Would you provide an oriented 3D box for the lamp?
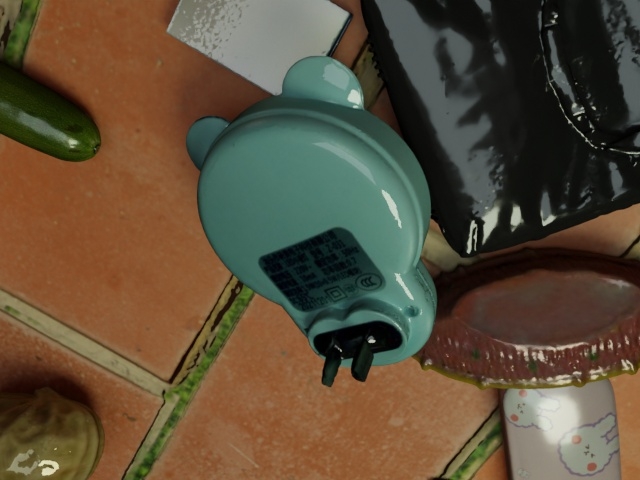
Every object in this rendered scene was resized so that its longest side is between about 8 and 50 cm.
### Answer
[{"bbox_3d":[0.005,-0.006,0.509,0.209,0.147,0.284,-20,96,35],"label":"lamp"}]

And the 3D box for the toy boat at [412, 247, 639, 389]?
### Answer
[{"bbox_3d":[0.215,0.076,0.549,0.318,0.099,0.141,-6,67,10],"label":"toy boat"}]

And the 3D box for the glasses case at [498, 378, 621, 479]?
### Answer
[{"bbox_3d":[0.265,0.257,0.612,0.113,0.075,0.297,-10,108,9],"label":"glasses case"}]

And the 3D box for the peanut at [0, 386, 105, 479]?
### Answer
[{"bbox_3d":[-0.414,0.270,0.673,0.325,0.140,0.153,-14,89,16],"label":"peanut"}]

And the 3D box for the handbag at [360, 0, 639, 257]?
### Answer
[{"bbox_3d":[0.183,-0.139,0.481,0.244,0.088,0.275,-20,103,12],"label":"handbag"}]

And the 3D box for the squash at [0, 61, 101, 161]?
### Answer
[{"bbox_3d":[-0.337,-0.150,0.553,0.252,0.066,0.066,26,110,-2],"label":"squash"}]

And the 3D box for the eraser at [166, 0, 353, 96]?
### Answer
[{"bbox_3d":[-0.059,-0.203,0.521,0.150,0.023,0.104,30,110,-3],"label":"eraser"}]
